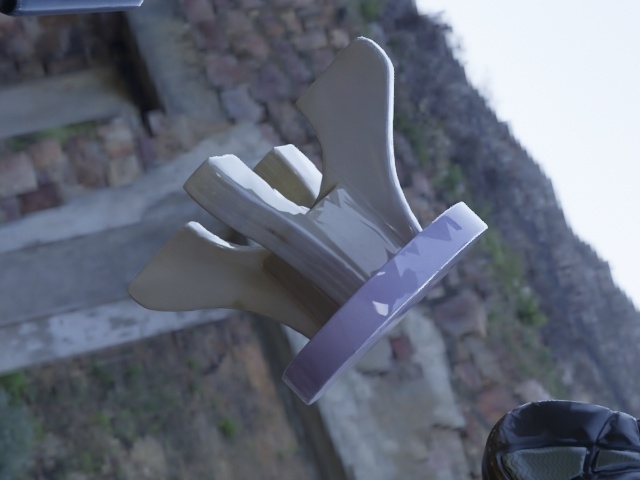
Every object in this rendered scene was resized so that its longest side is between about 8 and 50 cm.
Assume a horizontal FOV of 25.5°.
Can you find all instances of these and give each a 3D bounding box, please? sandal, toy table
[{"bbox_3d":[0.156,0.121,0.547,0.090,0.219,0.060,-104,-148,-52],"label":"sandal"},{"bbox_3d":[0.000,0.000,1.010,0.161,0.252,0.274,45,0,5],"label":"toy table"}]

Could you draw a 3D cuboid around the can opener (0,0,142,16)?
[{"bbox_3d":[-0.258,-0.229,1.266,0.093,0.280,0.074,25,-66,30],"label":"can opener"}]
